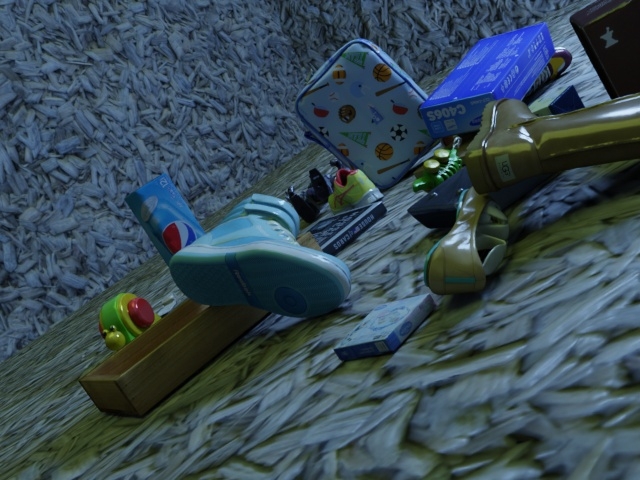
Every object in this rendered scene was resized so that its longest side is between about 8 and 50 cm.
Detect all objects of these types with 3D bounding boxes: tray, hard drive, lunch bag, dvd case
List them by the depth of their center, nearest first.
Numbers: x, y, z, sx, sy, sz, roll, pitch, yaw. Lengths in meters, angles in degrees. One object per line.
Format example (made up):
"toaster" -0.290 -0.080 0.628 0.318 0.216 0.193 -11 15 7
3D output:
"hard drive" 0.264 -0.099 1.180 0.255 0.054 0.172 -35 10 -16
"tray" -0.190 0.136 1.361 0.411 0.076 0.203 -37 11 -31
"dvd case" 0.000 0.000 1.567 0.179 0.029 0.239 -39 11 -30
"lunch bag" 0.097 -0.271 1.746 0.243 0.303 0.115 -46 8 14

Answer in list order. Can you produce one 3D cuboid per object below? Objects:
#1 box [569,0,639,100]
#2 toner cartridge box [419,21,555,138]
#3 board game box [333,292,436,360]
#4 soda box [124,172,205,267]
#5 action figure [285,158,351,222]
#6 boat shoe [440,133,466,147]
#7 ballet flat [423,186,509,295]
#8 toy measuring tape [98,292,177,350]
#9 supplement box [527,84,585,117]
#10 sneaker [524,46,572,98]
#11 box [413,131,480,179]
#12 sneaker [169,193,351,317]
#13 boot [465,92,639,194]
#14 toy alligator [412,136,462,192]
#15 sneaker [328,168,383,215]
"box" 0.452 -0.263 1.083 0.169 0.167 0.203 -28 11 20
"toner cartridge box" 0.352 -0.335 1.680 0.165 0.075 0.348 -8 29 40
"board game box" 0.072 0.097 0.910 0.090 0.020 0.090 -41 13 -38
"soda box" -0.246 -0.006 1.397 0.067 0.210 0.071 -38 11 -29
"action figure" -0.003 -0.132 2.022 0.185 0.099 0.285 -39 5 11
"boat shoe" 0.304 -0.244 1.770 0.043 0.049 0.137 -19 18 40
"ballet flat" 0.184 0.001 0.947 0.073 0.080 0.232 4 28 23
"toy measuring tape" -0.410 0.154 1.815 0.121 0.121 0.330 -29 10 17
"supplement box" 0.376 -0.202 1.331 0.083 0.056 0.083 -40 13 -38
"sneaker" 0.472 -0.358 1.798 0.186 0.069 0.083 -27 29 25
"box" 0.294 -0.184 1.587 0.164 0.021 0.201 -38 12 -29
"sneaker" -0.059 0.005 1.234 0.319 0.127 0.208 5 38 35
"boot" 0.329 -0.136 0.972 0.270 0.089 0.236 -12 25 28
"toy alligator" 0.229 -0.134 1.461 0.051 0.056 0.190 22 44 26
"sneaker" 0.062 -0.111 1.728 0.081 0.094 0.208 -37 10 -19
